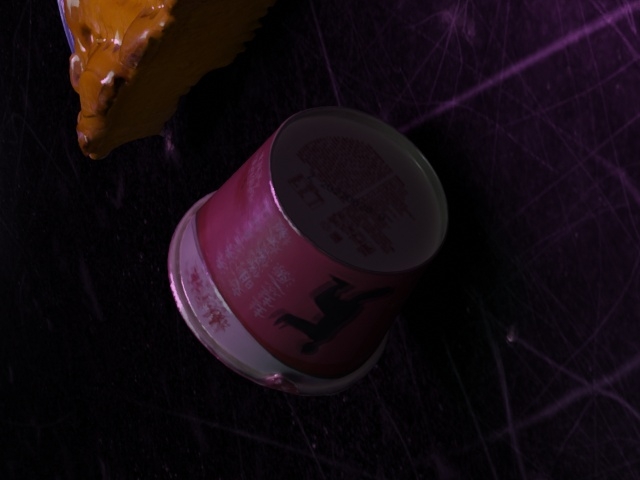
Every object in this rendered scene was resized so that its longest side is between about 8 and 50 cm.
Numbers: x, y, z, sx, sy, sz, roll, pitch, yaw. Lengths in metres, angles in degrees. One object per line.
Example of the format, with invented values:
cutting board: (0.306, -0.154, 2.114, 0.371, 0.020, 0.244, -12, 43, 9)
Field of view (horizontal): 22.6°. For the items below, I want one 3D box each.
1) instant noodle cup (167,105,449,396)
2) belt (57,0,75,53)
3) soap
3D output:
instant noodle cup: (0.000, 0.000, 1.462, 0.178, 0.235, 0.235, -51, 56, 47)
belt: (-0.279, -0.296, 2.025, 0.141, 0.082, 0.190, -26, 79, 67)
soap: (-0.161, -0.195, 1.737, 0.338, 0.169, 0.304, 36, 133, 56)
